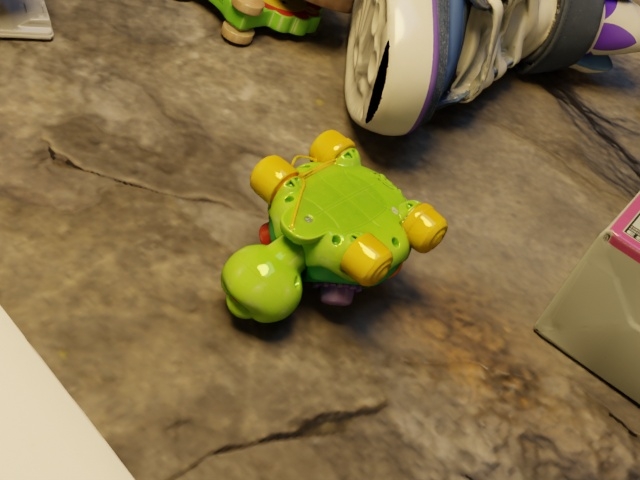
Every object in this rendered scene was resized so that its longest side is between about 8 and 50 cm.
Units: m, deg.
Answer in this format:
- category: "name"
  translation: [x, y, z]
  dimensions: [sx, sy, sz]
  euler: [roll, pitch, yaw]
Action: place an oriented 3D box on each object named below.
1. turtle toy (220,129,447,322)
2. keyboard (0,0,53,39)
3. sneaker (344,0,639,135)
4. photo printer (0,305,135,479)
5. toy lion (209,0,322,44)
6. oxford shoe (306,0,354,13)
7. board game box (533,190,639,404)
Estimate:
- category: "turtle toy"
  translation: [0.000, 0.000, 0.573]
  dimensions: [0.095, 0.066, 0.130]
  euler: [42, 45, 21]
- category: "keyboard"
  translation: [-0.249, -0.222, 0.748]
  dimensions: [0.072, 0.014, 0.256]
  euler: [-7, 48, -22]
- category: "sneaker"
  translation: [0.146, -0.169, 0.768]
  dimensions: [0.236, 0.130, 0.323]
  euler: [11, 36, -6]
- category: "photo printer"
  translation: [-0.215, 0.074, 0.320]
  dimensions: [0.256, 0.107, 0.307]
  euler: [-23, 57, -39]
- category: "toy lion"
  translation: [-0.051, -0.183, 0.778]
  dimensions: [0.100, 0.034, 0.096]
  euler: [39, 37, 20]
- category: "oxford shoe"
  translation: [-0.034, -0.245, 0.797]
  dimensions: [0.076, 0.076, 0.212]
  euler: [-2, 31, -45]
- category: "board game box"
  translation: [0.308, 0.020, 0.665]
  dimensions: [0.224, 0.097, 0.303]
  euler: [36, 42, 15]
